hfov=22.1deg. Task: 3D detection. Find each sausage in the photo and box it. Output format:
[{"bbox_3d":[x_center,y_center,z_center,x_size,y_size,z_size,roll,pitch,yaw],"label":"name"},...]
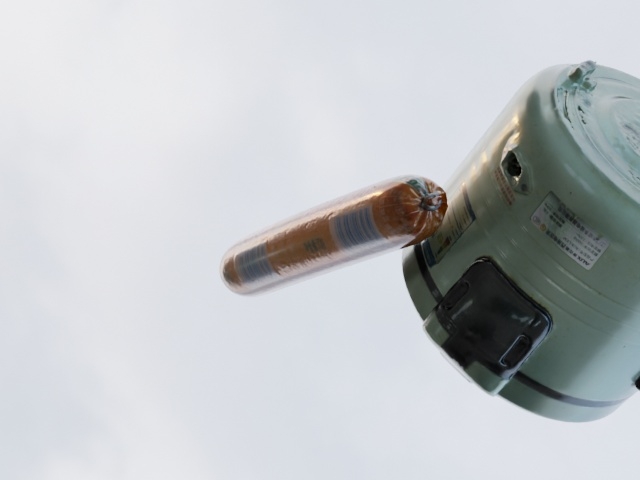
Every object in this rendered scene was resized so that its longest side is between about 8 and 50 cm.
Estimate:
[{"bbox_3d":[0.000,0.000,1.271,0.348,0.053,0.053,-21,-98,61],"label":"sausage"}]

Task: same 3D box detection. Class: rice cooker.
[{"bbox_3d":[0.187,0.010,1.207,0.244,0.226,0.226,-50,-118,34],"label":"rice cooker"}]
